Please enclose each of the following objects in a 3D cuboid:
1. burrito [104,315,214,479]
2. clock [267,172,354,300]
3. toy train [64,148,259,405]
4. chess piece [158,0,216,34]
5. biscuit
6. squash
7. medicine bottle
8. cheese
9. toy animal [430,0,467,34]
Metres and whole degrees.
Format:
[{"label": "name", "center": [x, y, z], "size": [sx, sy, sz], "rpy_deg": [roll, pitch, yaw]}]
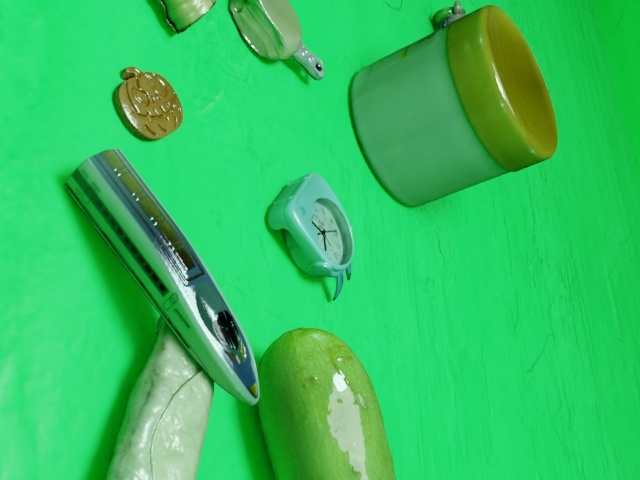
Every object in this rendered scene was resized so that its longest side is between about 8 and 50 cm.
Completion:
[{"label": "burrito", "center": [-0.132, 0.174, 0.691], "size": [0.082, 0.059, 0.275], "rpy_deg": [43, 38, -31]}, {"label": "clock", "center": [0.001, 0.000, 1.024], "size": [0.147, 0.045, 0.108], "rpy_deg": [59, 33, -18]}, {"label": "toy train", "center": [-0.121, 0.032, 0.740], "size": [0.252, 0.048, 0.055], "rpy_deg": [52, 32, 4]}, {"label": "chess piece", "center": [-0.185, -0.305, 0.911], "size": [0.172, 0.060, 0.060], "rpy_deg": [51, 35, -24]}, {"label": "biscuit", "center": [-0.173, -0.140, 0.863], "size": [0.078, 0.015, 0.091], "rpy_deg": [60, 31, -15]}, {"label": "squash", "center": [0.025, 0.265, 0.830], "size": [0.118, 0.118, 0.370], "rpy_deg": [-3, 75, -58]}, {"label": "medicine bottle", "center": [0.199, -0.195, 1.276], "size": [0.238, 0.232, 0.237], "rpy_deg": [34, 46, -45]}, {"label": "cheese", "center": [-0.051, -0.262, 1.100], "size": [0.171, 0.048, 0.092], "rpy_deg": [52, 35, -27]}, {"label": "toy animal", "center": [0.259, -0.353, 1.627], "size": [0.103, 0.100, 0.208], "rpy_deg": [-5, 75, -18]}]
